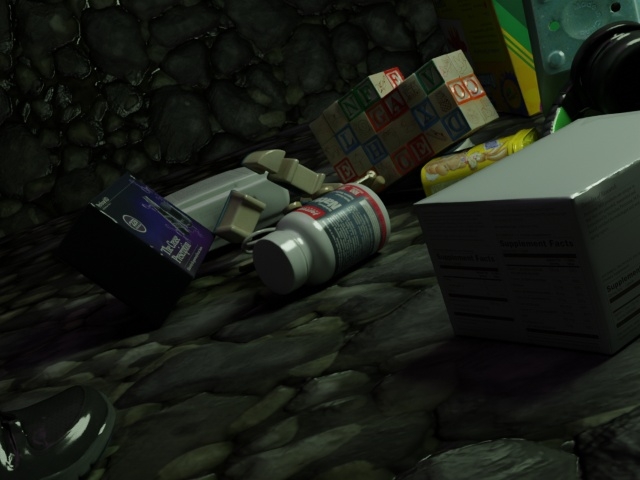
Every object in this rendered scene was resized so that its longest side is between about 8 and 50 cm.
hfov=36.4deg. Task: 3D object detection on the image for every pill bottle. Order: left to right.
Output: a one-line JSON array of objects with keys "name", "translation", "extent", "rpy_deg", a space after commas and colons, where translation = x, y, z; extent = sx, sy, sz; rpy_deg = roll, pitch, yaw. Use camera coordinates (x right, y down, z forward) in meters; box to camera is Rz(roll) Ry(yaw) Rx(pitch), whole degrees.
[{"name": "pill bottle", "translation": [0.000, 0.000, 1.327], "extent": [0.180, 0.108, 0.108], "rpy_deg": [-29, 16, -38]}]

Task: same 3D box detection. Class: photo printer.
[{"name": "photo printer", "translation": [-0.204, -0.055, 1.839], "extent": [0.256, 0.107, 0.307], "rpy_deg": [-23, 10, -10]}]

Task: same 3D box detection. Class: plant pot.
[{"name": "plant pot", "translation": [0.439, -0.315, 1.511], "extent": [0.247, 0.247, 0.252], "rpy_deg": [-13, -11, 27]}]

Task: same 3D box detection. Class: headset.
[{"name": "headset", "translation": [0.466, -0.199, 1.285], "extent": [0.394, 0.185, 0.243], "rpy_deg": [-53, 36, -10]}]

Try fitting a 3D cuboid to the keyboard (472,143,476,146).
[{"name": "keyboard", "translation": [0.270, -0.163, 1.851], "extent": [0.072, 0.014, 0.256], "rpy_deg": [-14, 13, 1]}]

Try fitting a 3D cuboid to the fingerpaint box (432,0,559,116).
[{"name": "fingerpaint box", "translation": [0.409, -0.486, 2.189], "extent": [0.163, 0.371, 0.445], "rpy_deg": [-22, 12, -4]}]

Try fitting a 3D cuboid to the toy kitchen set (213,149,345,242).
[{"name": "toy kitchen set", "translation": [-0.065, -0.046, 1.650], "extent": [0.122, 0.207, 0.166], "rpy_deg": [5, 71, 60]}]

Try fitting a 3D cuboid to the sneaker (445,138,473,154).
[{"name": "sneaker", "translation": [0.194, -0.219, 1.827], "extent": [0.131, 0.148, 0.350], "rpy_deg": [-34, 12, 1]}]

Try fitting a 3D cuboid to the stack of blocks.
[{"name": "stack of blocks", "translation": [0.133, -0.200, 1.632], "extent": [0.087, 0.171, 0.297], "rpy_deg": [-27, -4, -44]}]

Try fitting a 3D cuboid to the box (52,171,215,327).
[{"name": "box", "translation": [-0.273, 0.006, 1.480], "extent": [0.103, 0.184, 0.261], "rpy_deg": [-55, 7, 12]}]

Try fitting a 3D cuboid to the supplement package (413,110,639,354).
[{"name": "supplement package", "translation": [0.263, -0.020, 0.940], "extent": [0.261, 0.145, 0.204], "rpy_deg": [-26, 15, -31]}]

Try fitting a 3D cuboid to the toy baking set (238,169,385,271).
[{"name": "toy baking set", "translation": [-0.019, -0.034, 1.491], "extent": [0.196, 0.030, 0.256], "rpy_deg": [-11, -23, -44]}]

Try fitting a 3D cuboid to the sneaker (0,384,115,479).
[{"name": "sneaker", "translation": [-0.337, 0.204, 0.882], "extent": [0.125, 0.140, 0.341], "rpy_deg": [-8, 15, 46]}]

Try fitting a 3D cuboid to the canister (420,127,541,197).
[{"name": "canister", "translation": [0.254, -0.113, 1.515], "extent": [0.169, 0.073, 0.126], "rpy_deg": [-14, 12, 28]}]
